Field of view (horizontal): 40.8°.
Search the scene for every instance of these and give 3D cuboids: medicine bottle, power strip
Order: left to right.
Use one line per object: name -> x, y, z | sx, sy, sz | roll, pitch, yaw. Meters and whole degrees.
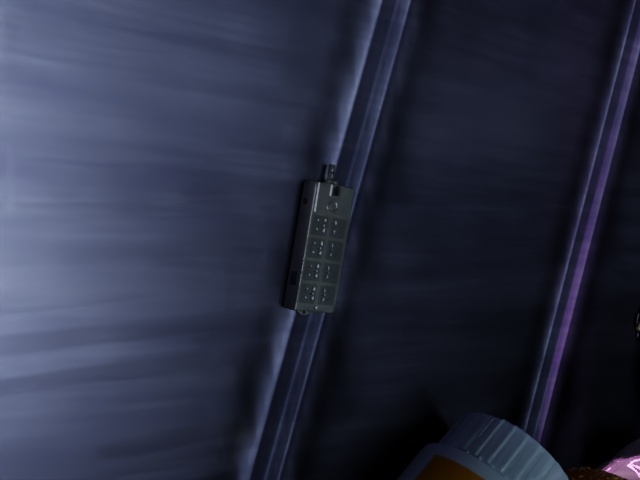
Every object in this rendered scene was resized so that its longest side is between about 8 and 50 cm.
power strip -> 0.000, 0.000, 0.758 | 0.051, 0.019, 0.136 | 10, 91, -38
medicine bottle -> 0.094, 0.316, 0.796 | 0.318, 0.158, 0.158 | -44, 122, -27

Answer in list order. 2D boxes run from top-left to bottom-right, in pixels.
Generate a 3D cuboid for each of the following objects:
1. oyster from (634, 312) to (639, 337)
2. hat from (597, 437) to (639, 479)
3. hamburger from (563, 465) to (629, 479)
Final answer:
oyster -> 0.546, 0.072, 1.179 | 0.294, 0.094, 0.166 | -35, 126, -23
hat -> 0.466, 0.311, 1.116 | 0.226, 0.164, 0.219 | -17, 125, -45
hamburger -> 0.256, 0.328, 0.923 | 0.210, 0.173, 0.116 | -25, 101, -22
